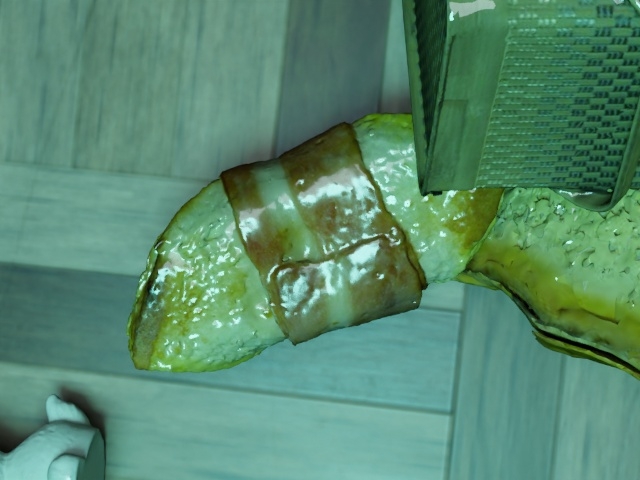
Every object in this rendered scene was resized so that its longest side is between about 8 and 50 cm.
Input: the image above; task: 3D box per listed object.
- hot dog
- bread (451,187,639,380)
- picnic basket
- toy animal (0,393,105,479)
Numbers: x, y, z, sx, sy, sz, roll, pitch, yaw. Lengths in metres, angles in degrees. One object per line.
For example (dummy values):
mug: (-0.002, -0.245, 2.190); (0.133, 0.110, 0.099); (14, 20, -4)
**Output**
hot dog: (0.000, -0.004, 0.732); (0.262, 0.093, 0.123); (-18, 103, 3)
bread: (0.297, 0.019, 0.720); (0.315, 0.279, 0.248); (25, 91, 48)
picnic basket: (0.120, -0.162, 0.641); (0.139, 0.165, 0.266); (-1, 60, -2)
toy animal: (-0.231, 0.150, 0.767); (0.182, 0.131, 0.127); (0, 57, -2)
